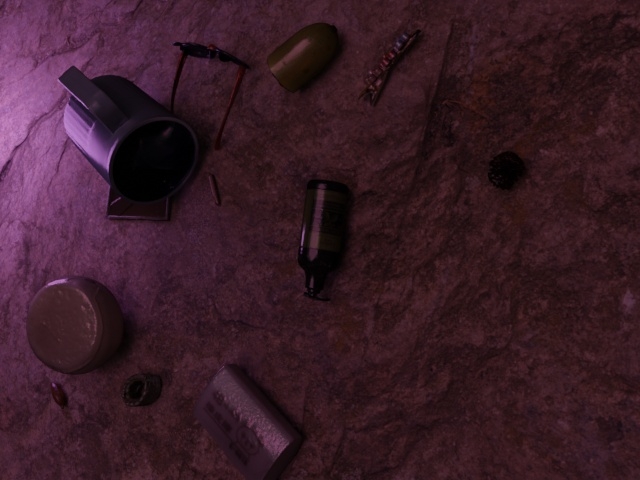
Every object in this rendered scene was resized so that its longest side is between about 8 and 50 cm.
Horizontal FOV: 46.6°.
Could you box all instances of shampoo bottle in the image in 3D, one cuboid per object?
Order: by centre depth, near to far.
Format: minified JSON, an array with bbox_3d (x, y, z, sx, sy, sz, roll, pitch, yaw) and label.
[{"bbox_3d":[0.000,0.000,1.774,0.101,0.101,0.284,7,87,31],"label":"shampoo bottle"}]

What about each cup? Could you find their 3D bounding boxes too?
[{"bbox_3d":[-0.547,-0.286,1.997,0.311,0.331,0.257,40,111,36],"label":"cup"}]

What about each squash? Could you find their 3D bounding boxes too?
[{"bbox_3d":[-0.031,-0.467,1.851,0.187,0.123,0.123,-34,68,19],"label":"squash"}]

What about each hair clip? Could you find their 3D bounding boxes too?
[{"bbox_3d":[0.157,-0.419,1.765,0.056,0.062,0.214,33,108,-1],"label":"hair clip"}]

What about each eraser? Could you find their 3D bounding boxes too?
[{"bbox_3d":[-0.183,0.456,1.829,0.270,0.095,0.174,43,108,29],"label":"eraser"}]

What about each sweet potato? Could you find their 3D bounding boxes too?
[{"bbox_3d":[-0.784,0.460,2.220,0.034,0.034,0.095,-42,68,19],"label":"sweet potato"}]

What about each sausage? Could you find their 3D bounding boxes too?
[{"bbox_3d":[-0.288,-0.138,2.013,0.015,0.015,0.100,-25,71,26],"label":"sausage"}]

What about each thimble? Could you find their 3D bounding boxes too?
[{"bbox_3d":[-0.489,0.407,2.034,0.110,0.062,0.084,-45,63,18],"label":"thimble"}]

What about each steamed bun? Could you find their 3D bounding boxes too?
[{"bbox_3d":[-0.677,0.236,2.098,0.283,0.177,0.283,0,89,21],"label":"steamed bun"}]

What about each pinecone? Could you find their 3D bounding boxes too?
[{"bbox_3d":[0.394,-0.149,1.578,0.077,0.077,0.083,20,118,31],"label":"pinecone"}]

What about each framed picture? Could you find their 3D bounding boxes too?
[{"bbox_3d":[-0.524,-0.149,2.156,0.250,0.016,0.184,1,84,31],"label":"framed picture"}]

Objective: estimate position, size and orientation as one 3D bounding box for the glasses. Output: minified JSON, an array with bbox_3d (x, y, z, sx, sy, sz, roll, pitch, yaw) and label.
[{"bbox_3d":[-0.323,-0.397,2.011,0.234,0.118,0.268,19,93,30],"label":"glasses"}]
